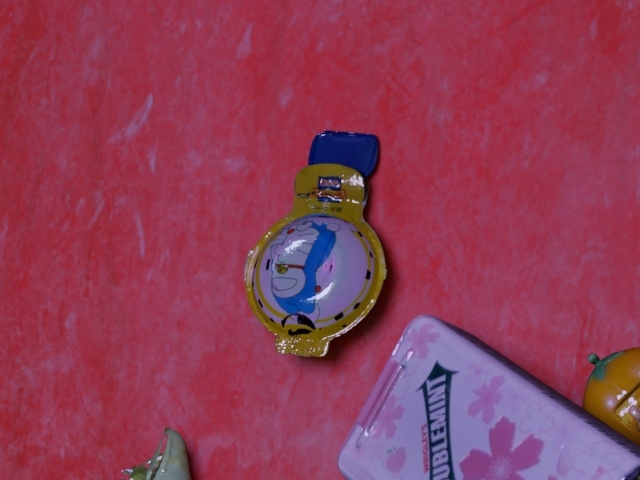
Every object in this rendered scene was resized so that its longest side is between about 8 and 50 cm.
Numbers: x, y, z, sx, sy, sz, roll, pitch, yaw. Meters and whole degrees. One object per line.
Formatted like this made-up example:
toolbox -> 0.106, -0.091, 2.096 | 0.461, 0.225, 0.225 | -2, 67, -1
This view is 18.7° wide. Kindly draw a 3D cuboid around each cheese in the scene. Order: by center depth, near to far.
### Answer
cheese -> 0.000, 0.000, 2.013 | 0.156, 0.064, 0.250 | 4, 68, 20

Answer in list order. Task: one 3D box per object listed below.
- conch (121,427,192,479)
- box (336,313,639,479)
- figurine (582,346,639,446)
conch -> -0.179, 0.335, 1.981 | 0.137, 0.143, 0.250 | -7, 56, -23
box -> 0.175, 0.221, 1.784 | 0.369, 0.112, 0.190 | 36, 100, 53
figurine -> 0.328, 0.199, 1.823 | 0.324, 0.124, 0.222 | -47, 62, 7
